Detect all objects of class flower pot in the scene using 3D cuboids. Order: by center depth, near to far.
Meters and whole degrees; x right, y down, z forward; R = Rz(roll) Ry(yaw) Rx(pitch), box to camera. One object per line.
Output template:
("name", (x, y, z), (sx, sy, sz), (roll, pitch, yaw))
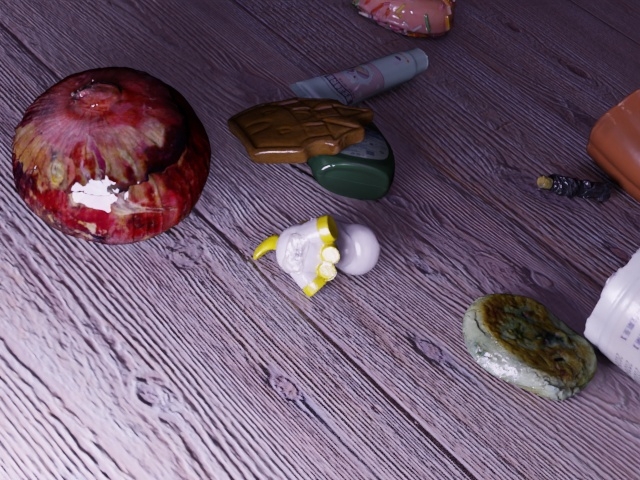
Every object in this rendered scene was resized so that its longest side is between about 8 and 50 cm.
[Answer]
("flower pot", (0.585, -0.147, 1.872), (0.190, 0.190, 0.173), (-7, 56, -36))

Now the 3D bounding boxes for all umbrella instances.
("umbrella", (0.424, -0.089, 1.805), (0.144, 0.040, 0.037), (7, 28, -26))

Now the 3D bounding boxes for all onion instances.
("onion", (-0.258, -0.111, 1.328), (0.246, 0.190, 0.246), (2, 47, -3))

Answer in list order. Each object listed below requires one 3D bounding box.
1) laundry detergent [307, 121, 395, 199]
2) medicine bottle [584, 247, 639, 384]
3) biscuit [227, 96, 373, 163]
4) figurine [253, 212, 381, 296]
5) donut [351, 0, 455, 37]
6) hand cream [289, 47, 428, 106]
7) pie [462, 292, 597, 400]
("laundry detergent", (0.043, -0.145, 1.656), (0.137, 0.063, 0.211), (8, 35, -8))
("medicine bottle", (0.523, 0.155, 1.377), (0.190, 0.190, 0.332), (-19, 50, -44))
("biscuit", (-0.021, -0.175, 1.617), (0.215, 0.034, 0.182), (-13, 33, -17))
("figurine", (0.008, 0.001, 1.412), (0.129, 0.109, 0.178), (16, 23, 35))
("donut", (0.187, -0.494, 2.210), (0.199, 0.085, 0.233), (36, 38, 19))
("hand cream", (0.075, -0.274, 1.872), (0.331, 0.058, 0.085), (-29, 74, -44))
("pie", (0.273, 0.134, 1.404), (0.187, 0.041, 0.187), (15, 33, -10))
